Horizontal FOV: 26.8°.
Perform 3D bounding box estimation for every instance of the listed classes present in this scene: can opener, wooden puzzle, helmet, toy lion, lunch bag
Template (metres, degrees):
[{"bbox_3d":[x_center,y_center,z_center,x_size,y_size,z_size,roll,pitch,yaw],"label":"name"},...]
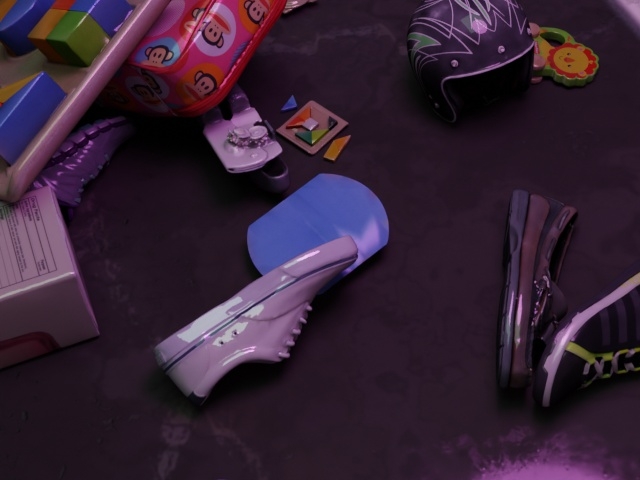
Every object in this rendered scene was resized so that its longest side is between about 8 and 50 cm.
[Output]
[{"bbox_3d":[-0.123,-0.153,1.708,0.074,0.093,0.280,-21,43,-12],"label":"can opener"},{"bbox_3d":[-0.010,-0.147,1.726,0.116,0.014,0.078,28,59,26],"label":"wooden puzzle"},{"bbox_3d":[-0.367,-0.208,1.645,0.348,0.080,0.322,11,62,51],"label":"wooden puzzle"},{"bbox_3d":[0.188,-0.246,1.686,0.169,0.161,0.169,-3,51,4],"label":"helmet"},{"bbox_3d":[0.313,-0.240,1.753,0.096,0.034,0.100,0,51,-2],"label":"toy lion"},{"bbox_3d":[-0.190,-0.288,1.717,0.293,0.120,0.258,11,63,46],"label":"lunch bag"}]

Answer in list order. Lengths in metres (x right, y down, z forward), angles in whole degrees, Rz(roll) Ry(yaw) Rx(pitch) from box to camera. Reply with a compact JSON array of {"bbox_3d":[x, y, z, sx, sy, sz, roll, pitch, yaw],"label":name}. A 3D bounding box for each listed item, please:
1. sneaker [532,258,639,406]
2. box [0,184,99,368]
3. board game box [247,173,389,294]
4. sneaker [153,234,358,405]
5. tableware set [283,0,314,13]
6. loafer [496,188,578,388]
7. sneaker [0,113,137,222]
[{"bbox_3d":[0.325,0.105,1.437,0.234,0.084,0.097,-40,58,-23],"label":"sneaker"},{"bbox_3d":[-0.389,0.059,1.534,0.232,0.127,0.148,-18,51,-8],"label":"box"},{"bbox_3d":[0.000,0.000,1.596,0.168,0.033,0.133,-38,61,-15],"label":"board game box"},{"bbox_3d":[-0.058,0.090,1.497,0.258,0.094,0.091,-33,89,-6],"label":"sneaker"},{"bbox_3d":[-0.052,-0.384,1.919,0.168,0.020,0.141,32,59,29],"label":"tableware set"},{"bbox_3d":[0.243,0.049,1.490,0.084,0.096,0.267,7,50,5],"label":"loafer"},{"bbox_3d":[-0.312,-0.078,1.687,0.223,0.083,0.098,-31,91,-31],"label":"sneaker"}]
